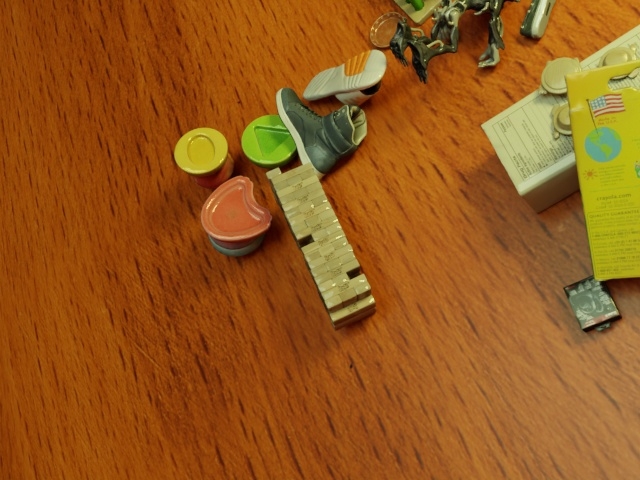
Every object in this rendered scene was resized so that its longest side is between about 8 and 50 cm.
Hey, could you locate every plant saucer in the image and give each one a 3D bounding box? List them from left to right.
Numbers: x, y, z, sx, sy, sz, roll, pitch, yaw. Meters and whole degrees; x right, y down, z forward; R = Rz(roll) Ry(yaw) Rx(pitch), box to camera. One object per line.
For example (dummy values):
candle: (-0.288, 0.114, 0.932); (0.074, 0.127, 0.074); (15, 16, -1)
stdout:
plant saucer: (0.147, -0.454, 1.466); (0.083, 0.013, 0.083); (-12, 68, 31)

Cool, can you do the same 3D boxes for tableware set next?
tableware set: (0.429, -0.234, 1.064); (0.168, 0.020, 0.141); (-7, 72, 30)

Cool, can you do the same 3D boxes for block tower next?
block tower: (0.000, 0.000, 1.327); (0.097, 0.091, 0.335); (-24, 65, -6)

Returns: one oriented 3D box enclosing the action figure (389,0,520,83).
action figure: (0.271, -0.411, 1.299); (0.275, 0.141, 0.164); (-33, 46, -11)

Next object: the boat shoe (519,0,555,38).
boat shoe: (0.413, -0.448, 1.269); (0.040, 0.049, 0.142); (18, 87, 37)

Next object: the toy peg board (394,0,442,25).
toy peg board: (0.210, -0.571, 1.424); (0.160, 0.079, 0.161); (-42, 57, 15)

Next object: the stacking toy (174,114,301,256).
stacking toy: (-0.155, -0.123, 1.525); (0.279, 0.130, 0.309); (-20, 64, -4)

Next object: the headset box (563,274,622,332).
headset box: (0.434, 0.103, 1.075); (0.062, 0.032, 0.083); (-29, 61, 23)

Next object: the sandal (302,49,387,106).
sandal: (0.066, -0.333, 1.449); (0.265, 0.076, 0.102); (3, 60, 55)

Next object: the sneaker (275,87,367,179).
sneaker: (0.006, -0.264, 1.436); (0.163, 0.086, 0.226); (-36, 70, 30)

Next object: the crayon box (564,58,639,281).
crayon box: (0.484, -0.108, 0.981); (0.202, 0.081, 0.319); (-6, 106, 29)

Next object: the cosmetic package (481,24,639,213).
cosmetic package: (0.448, -0.198, 1.120); (0.309, 0.113, 0.160); (-32, 60, 22)
